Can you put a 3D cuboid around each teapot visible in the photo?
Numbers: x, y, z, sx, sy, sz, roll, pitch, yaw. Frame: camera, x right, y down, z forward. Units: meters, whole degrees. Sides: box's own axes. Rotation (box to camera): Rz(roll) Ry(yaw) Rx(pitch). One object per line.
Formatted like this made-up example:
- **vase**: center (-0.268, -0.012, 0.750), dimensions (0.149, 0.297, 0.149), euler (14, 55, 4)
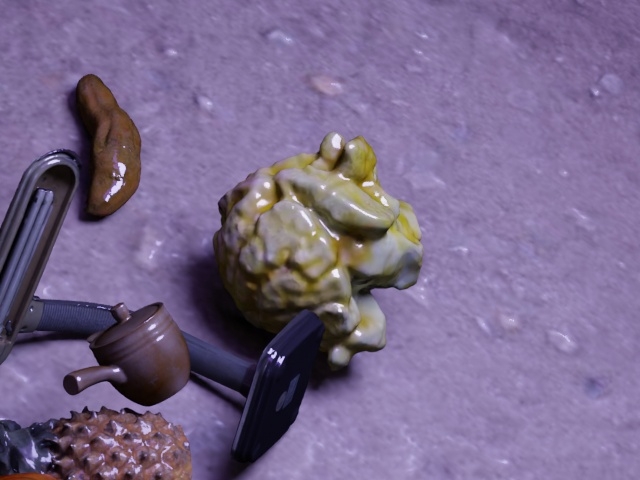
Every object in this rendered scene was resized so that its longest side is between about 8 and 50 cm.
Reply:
- **teapot**: center (-0.155, 0.096, 1.334), dimensions (0.110, 0.085, 0.080), euler (-41, 106, -45)

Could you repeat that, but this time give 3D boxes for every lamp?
- **lamp**: center (-0.131, 0.045, 1.428), dimensions (0.283, 0.203, 0.124), euler (19, 24, -2)

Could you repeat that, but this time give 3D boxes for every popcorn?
- **popcorn**: center (0.001, 0.001, 1.540), dimensions (0.167, 0.185, 0.187), euler (30, 68, 36)

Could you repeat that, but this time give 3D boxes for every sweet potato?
- **sweet potato**: center (-0.195, -0.094, 1.634), dimensions (0.053, 0.054, 0.182), euler (13, 41, -27)

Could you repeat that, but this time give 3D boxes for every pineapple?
- **pineapple**: center (-0.241, 0.158, 1.316), dimensions (0.277, 0.119, 0.130), euler (13, 30, -18)

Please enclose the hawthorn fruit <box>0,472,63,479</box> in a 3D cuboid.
- **hawthorn fruit**: center (-0.201, 0.264, 1.198), dimensions (0.179, 0.179, 0.200), euler (31, 87, 2)
